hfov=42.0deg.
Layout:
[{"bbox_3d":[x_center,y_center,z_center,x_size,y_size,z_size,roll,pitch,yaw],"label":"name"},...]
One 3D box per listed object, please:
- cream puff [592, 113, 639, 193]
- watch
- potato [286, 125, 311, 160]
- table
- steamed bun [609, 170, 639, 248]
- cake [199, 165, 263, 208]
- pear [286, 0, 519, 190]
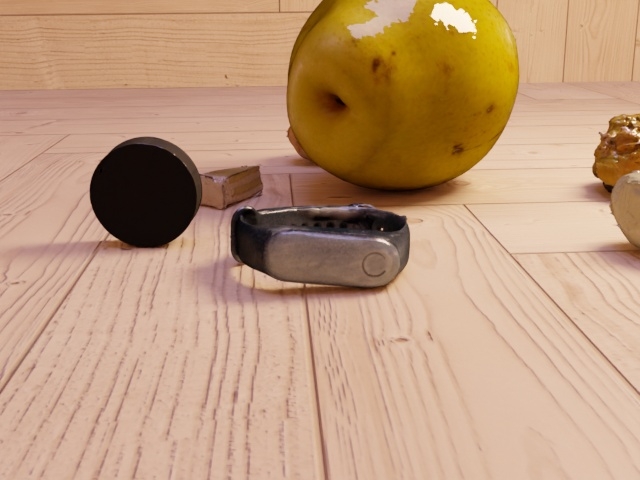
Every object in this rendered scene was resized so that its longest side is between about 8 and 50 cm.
[{"bbox_3d":[0.504,-0.134,1.278,0.189,0.130,0.189,0,13,0],"label":"cream puff"},{"bbox_3d":[0.000,0.000,0.950,0.206,0.068,0.193,1,13,-6],"label":"watch"},{"bbox_3d":[0.025,-0.201,1.559,0.178,0.109,0.118,-10,40,-12],"label":"potato"},{"bbox_3d":[-0.216,-0.060,1.035,0.133,0.134,0.043,0,17,0],"label":"table"},{"bbox_3d":[0.413,-0.030,0.989,0.112,0.091,0.130,-5,18,-21],"label":"steamed bun"},{"bbox_3d":[-0.135,-0.087,1.270,0.065,0.052,0.121,6,18,30],"label":"cake"},{"bbox_3d":[0.123,-0.248,1.307,0.362,0.363,0.418,10,24,31],"label":"pear"}]
